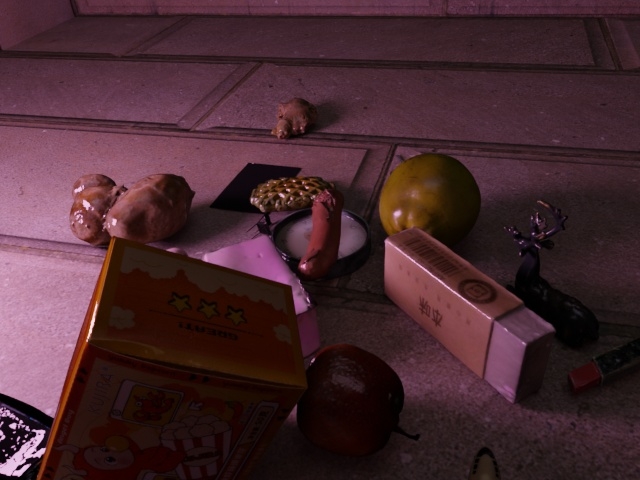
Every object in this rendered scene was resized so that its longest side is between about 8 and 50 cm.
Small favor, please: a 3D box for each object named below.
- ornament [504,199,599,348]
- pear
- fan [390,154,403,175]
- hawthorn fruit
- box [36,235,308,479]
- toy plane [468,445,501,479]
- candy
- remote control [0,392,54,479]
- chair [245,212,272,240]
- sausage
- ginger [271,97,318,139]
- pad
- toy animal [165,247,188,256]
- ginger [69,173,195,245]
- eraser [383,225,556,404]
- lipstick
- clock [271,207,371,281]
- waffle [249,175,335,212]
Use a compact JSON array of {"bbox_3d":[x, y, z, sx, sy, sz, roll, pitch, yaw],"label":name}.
[{"bbox_3d":[0.399,0.053,1.003,0.080,0.236,0.202,-25,39,-17],"label":"ornament"},{"bbox_3d":[0.232,-0.080,1.236,0.212,0.212,0.269,14,41,24],"label":"pear"},{"bbox_3d":[0.233,-0.190,1.559,0.113,0.005,0.175,-11,36,-8],"label":"fan"},{"bbox_3d":[0.058,0.245,0.863,0.194,0.157,0.157,26,43,10],"label":"hawthorn fruit"},{"bbox_3d":[-0.197,0.190,0.772,0.260,0.283,0.214,18,31,-19],"label":"box"},{"bbox_3d":[0.197,0.368,0.710,0.229,0.092,0.244,3,35,14],"label":"toy plane"},{"bbox_3d":[-0.118,0.108,1.088,0.155,0.115,0.265,-19,38,-17],"label":"candy"},{"bbox_3d":[-0.416,0.326,0.863,0.399,0.062,0.144,14,39,23],"label":"remote control"},{"bbox_3d":[-0.130,-0.031,1.352,0.042,0.037,0.086,7,40,36],"label":"chair"},{"bbox_3d":[0.007,-0.018,1.208,0.078,0.078,0.304,0,36,7],"label":"sausage"},{"bbox_3d":[-0.075,-0.377,1.801,0.137,0.074,0.213,-9,31,10],"label":"ginger"},{"bbox_3d":[-0.167,-0.141,1.540,0.164,0.004,0.243,8,37,17],"label":"pad"},{"bbox_3d":[-0.276,0.070,1.129,0.212,0.124,0.124,-5,28,40],"label":"toy animal"},{"bbox_3d":[-0.461,-0.076,1.353,0.304,0.155,0.244,6,39,14],"label":"ginger"},{"bbox_3d":[0.239,0.117,1.012,0.078,0.144,0.343,-21,38,-24],"label":"eraser"},{"bbox_3d":[0.531,0.183,0.967,0.312,0.051,0.051,-18,40,-15],"label":"lipstick"},{"bbox_3d":[0.000,0.000,1.285,0.226,0.049,0.226,-3,35,2],"label":"clock"},{"bbox_3d":[-0.066,-0.115,1.423,0.214,0.054,0.208,-9,23,-10],"label":"waffle"}]
